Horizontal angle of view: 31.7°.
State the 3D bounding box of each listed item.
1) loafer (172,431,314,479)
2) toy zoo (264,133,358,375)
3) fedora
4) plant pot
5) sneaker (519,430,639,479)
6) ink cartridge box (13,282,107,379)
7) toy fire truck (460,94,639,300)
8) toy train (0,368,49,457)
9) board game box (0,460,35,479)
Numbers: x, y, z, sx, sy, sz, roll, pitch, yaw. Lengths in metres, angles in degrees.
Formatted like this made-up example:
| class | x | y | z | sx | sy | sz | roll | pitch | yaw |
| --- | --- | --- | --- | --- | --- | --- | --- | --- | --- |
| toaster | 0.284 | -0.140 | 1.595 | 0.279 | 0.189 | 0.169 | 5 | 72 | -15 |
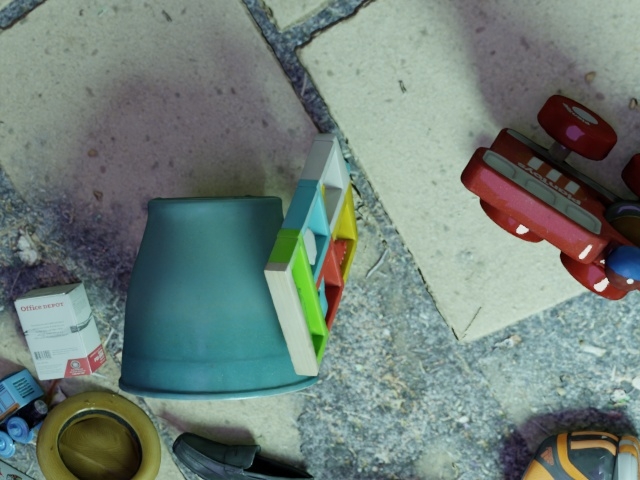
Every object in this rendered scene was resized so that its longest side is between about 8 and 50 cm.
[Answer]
| class | x | y | z | sx | sy | sz | roll | pitch | yaw |
| --- | --- | --- | --- | --- | --- | --- | --- | --- | --- |
| loafer | -0.115 | 0.338 | 1.707 | 0.223 | 0.076 | 0.078 | 24 | 109 | 4 |
| toy zoo | 0.000 | 0.000 | 1.446 | 0.030 | 0.293 | 0.192 | 3 | 135 | 17 |
| fedora | -0.345 | 0.332 | 1.756 | 0.194 | 0.194 | 0.079 | 34 | 152 | 5 |
| plant pot | -0.140 | 0.066 | 1.528 | 0.272 | 0.272 | 0.255 | 0 | 94 | 18 |
| sneaker | 0.353 | 0.413 | 1.562 | 0.180 | 0.125 | 0.321 | 1 | 97 | 22 |
| ink cartridge box | -0.400 | 0.139 | 1.739 | 0.099 | 0.056 | 0.135 | -8 | 106 | 20 |
| toy fire truck | 0.314 | -0.027 | 1.338 | 0.302 | 0.254 | 0.169 | 35 | 115 | 4 |
| toy train | -0.515 | 0.291 | 1.821 | 0.184 | 0.080 | 0.105 | -38 | 84 | 27 |
| board game box | -0.612 | 0.493 | 1.931 | 0.193 | 0.053 | 0.305 | 28 | 115 | 7 |
